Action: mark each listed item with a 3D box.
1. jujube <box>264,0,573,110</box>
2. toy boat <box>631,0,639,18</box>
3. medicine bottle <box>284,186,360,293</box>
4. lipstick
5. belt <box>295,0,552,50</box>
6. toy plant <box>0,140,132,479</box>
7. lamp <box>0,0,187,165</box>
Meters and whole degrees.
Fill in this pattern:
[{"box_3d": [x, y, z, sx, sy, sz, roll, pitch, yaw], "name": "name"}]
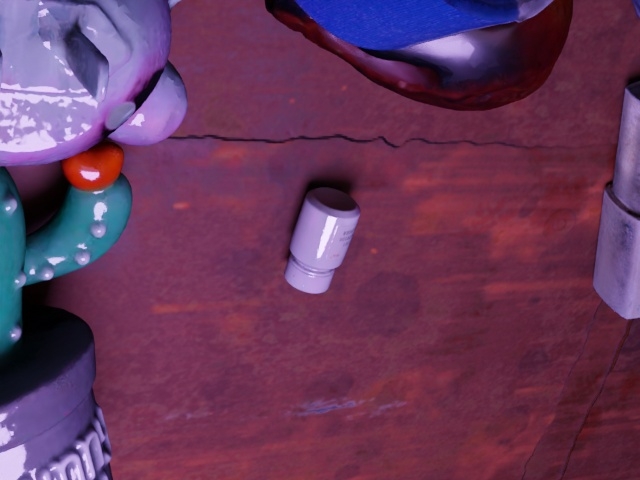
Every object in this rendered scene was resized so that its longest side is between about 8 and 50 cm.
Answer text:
[{"box_3d": [0.071, -0.183, 0.793, 0.236, 0.168, 0.168, 8, 121, -11], "name": "jujube"}, {"box_3d": [0.352, -0.229, 0.941, 0.283, 0.078, 0.127, 29, 109, -38], "name": "toy boat"}, {"box_3d": [0.000, 0.000, 0.956, 0.052, 0.052, 0.089, 3, 122, -28], "name": "medicine bottle"}, {"box_3d": [0.334, -0.041, 1.071, 0.079, 0.077, 0.253, -17, 130, -14], "name": "lipstick"}, {"box_3d": [0.034, -0.286, 0.601, 0.212, 0.117, 0.347, -30, 106, -33], "name": "belt"}, {"box_3d": [-0.260, 0.074, 0.804, 0.279, 0.185, 0.400, -14, 113, -9], "name": "toy plant"}, {"box_3d": [-0.173, -0.182, 0.617, 0.247, 0.247, 0.301, -1, 117, -29], "name": "lamp"}]
